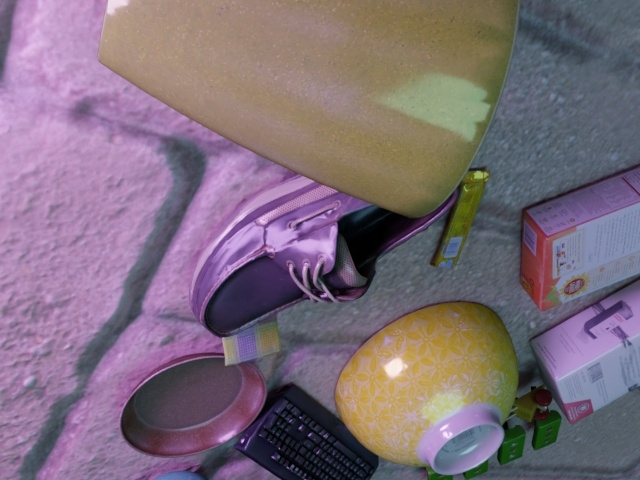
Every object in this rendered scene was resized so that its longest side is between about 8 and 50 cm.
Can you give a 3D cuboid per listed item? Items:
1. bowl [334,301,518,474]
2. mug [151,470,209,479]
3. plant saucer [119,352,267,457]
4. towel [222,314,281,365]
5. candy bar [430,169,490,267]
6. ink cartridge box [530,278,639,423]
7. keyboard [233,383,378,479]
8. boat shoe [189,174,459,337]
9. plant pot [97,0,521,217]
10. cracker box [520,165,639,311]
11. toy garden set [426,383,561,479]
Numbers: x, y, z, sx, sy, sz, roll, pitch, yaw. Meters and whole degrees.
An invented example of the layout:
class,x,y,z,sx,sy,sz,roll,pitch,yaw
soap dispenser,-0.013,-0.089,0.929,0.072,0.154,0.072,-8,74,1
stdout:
class,x,y,z,sx,sy,sz,roll,pitch,yaw
bowl,0.182,0.246,1.283,0.290,0.156,0.289,-15,134,-16
mug,-0.220,0.394,1.254,0.158,0.097,0.129,3,128,-28
plant saucer,-0.170,0.211,1.158,0.199,0.036,0.198,-15,134,-16
towel,-0.087,0.123,1.111,0.083,0.009,0.060,-14,104,-30
candy bar,0.179,-0.023,1.134,0.040,0.018,0.161,-3,131,-20
ink cartridge box,0.464,0.178,1.409,0.218,0.092,0.158,-28,136,2
keyboard,-0.029,0.355,1.317,0.201,0.033,0.317,-51,136,-9
boat shoe,0.000,0.000,0.983,0.355,0.130,0.132,-40,135,11
plant pot,-0.028,-0.181,0.739,0.294,0.274,0.274,11,125,-15
cracker box,0.398,-0.008,1.224,0.232,0.067,0.155,-19,136,-9
toy garden set,0.286,0.329,1.478,0.244,0.049,0.203,-21,145,-6
